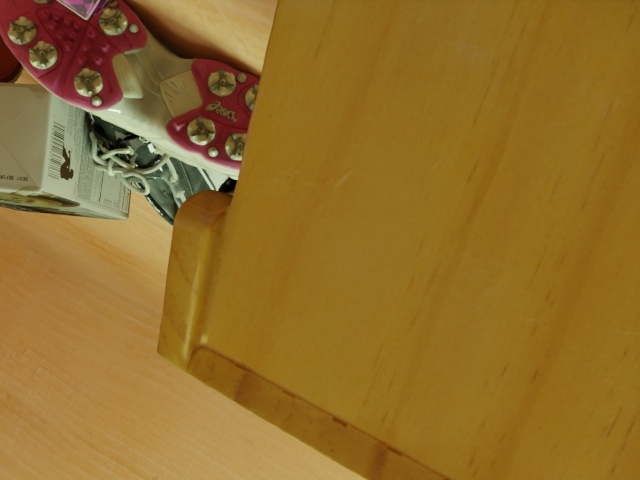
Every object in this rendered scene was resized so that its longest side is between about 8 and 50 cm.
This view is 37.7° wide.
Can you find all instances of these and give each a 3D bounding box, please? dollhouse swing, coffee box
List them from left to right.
[{"bbox_3d":[-0.346,-0.101,1.116,0.168,0.118,0.297,5,176,6],"label":"coffee box"},{"bbox_3d":[0.126,0.009,0.582,0.347,0.305,0.315,24,-175,28],"label":"dollhouse swing"}]

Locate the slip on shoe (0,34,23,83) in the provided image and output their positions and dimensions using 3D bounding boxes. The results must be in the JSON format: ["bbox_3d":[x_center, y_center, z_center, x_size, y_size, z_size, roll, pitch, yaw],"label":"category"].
[{"bbox_3d":[-0.430,-0.275,0.976,0.101,0.123,0.331,12,151,40],"label":"slip on shoe"}]

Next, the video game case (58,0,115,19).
[{"bbox_3d":[-0.205,-0.239,0.592,0.232,0.042,0.210,33,-157,-10],"label":"video game case"}]

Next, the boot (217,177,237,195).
[{"bbox_3d":[0.000,0.000,1.064,0.207,0.090,0.248,36,167,-26],"label":"boot"}]

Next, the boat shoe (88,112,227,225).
[{"bbox_3d":[-0.210,-0.110,1.083,0.113,0.105,0.306,24,163,23],"label":"boat shoe"}]

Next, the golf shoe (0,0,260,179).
[{"bbox_3d":[-0.176,-0.145,0.914,0.306,0.115,0.140,32,167,1],"label":"golf shoe"}]
